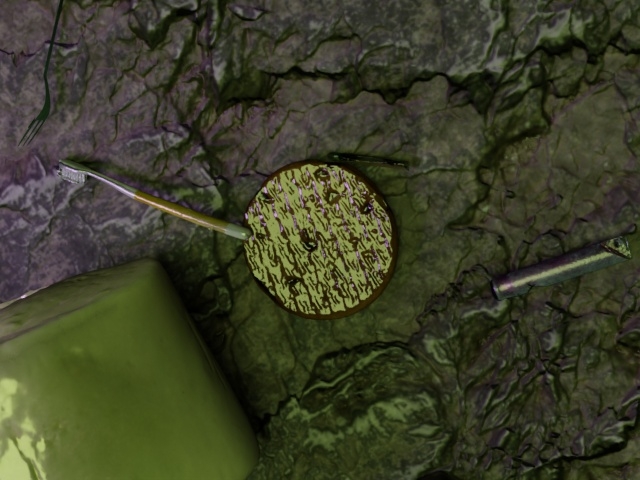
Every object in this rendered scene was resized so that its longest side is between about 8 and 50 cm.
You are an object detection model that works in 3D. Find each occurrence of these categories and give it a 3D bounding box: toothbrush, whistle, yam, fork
[{"bbox_3d":[-0.222,-0.051,1.293,0.288,0.021,0.024,20,113,14],"label":"toothbrush"},{"bbox_3d":[0.298,0.036,1.229,0.177,0.033,0.033,-19,95,12],"label":"whistle"},{"bbox_3d":[0.061,-0.102,1.257,0.107,0.014,0.014,8,100,9],"label":"yam"},{"bbox_3d":[-0.356,-0.234,1.299,0.021,0.039,0.235,18,98,2],"label":"fork"}]

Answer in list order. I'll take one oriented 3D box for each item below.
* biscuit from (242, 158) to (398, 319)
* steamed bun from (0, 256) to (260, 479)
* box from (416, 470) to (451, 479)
[{"bbox_3d":[0.000,0.000,1.272,0.212,0.036,0.212,2,100,9],"label":"biscuit"},{"bbox_3d":[-0.325,0.252,1.189,0.456,0.290,0.371,-28,96,-11],"label":"steamed bun"},{"bbox_3d":[0.082,0.448,1.272,0.273,0.143,0.184,-27,93,12],"label":"box"}]
